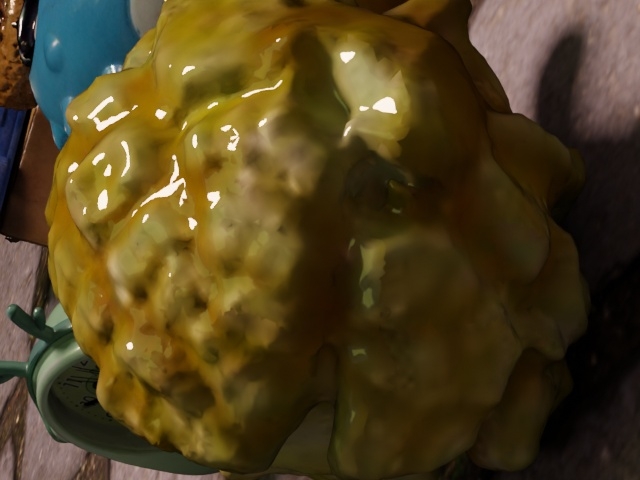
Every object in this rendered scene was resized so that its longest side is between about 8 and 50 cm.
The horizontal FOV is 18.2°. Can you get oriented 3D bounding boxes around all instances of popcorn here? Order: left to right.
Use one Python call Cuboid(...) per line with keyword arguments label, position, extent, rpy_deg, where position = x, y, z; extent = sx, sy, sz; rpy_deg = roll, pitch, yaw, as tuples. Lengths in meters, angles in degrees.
Cuboid(label="popcorn", position=(-0.004, -0.004, 1.047), extent=(0.335, 0.279, 0.274), rpy_deg=(40, 132, 54))

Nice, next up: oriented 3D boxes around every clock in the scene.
Cuboid(label="clock", position=(-0.125, 0.085, 1.359), extent=(0.159, 0.211, 0.066), rpy_deg=(-51, 32, 42))

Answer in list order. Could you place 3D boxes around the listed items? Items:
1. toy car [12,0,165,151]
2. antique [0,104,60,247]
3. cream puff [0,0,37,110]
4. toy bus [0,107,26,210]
Cuboid(label="toy car", position=(-0.126, -0.152, 1.567), extent=(0.255, 0.188, 0.190), rpy_deg=(-49, 41, 43))
Cuboid(label="antique", position=(-0.250, -0.145, 2.006), extent=(0.093, 0.087, 0.310), rpy_deg=(-157, 83, -71))
Cuboid(label="cream puff", position=(-0.213, -0.190, 1.858), extent=(0.183, 0.169, 0.183), rpy_deg=(-162, 90, -87))
Cuboid(label="toy bus", position=(-0.341, -0.103, 1.973), extent=(0.094, 0.079, 0.236), rpy_deg=(165, 119, -68))
